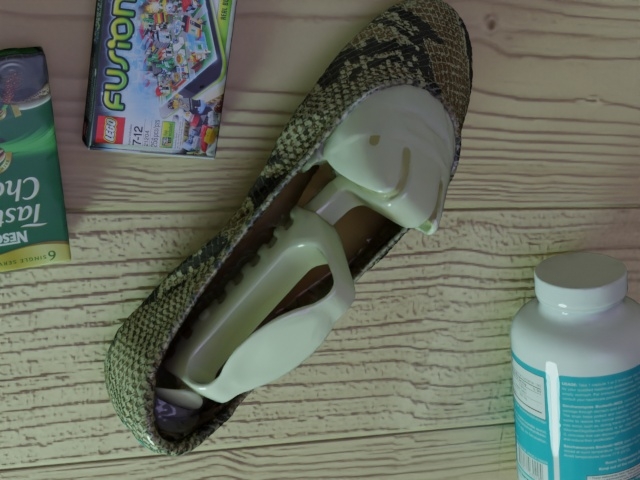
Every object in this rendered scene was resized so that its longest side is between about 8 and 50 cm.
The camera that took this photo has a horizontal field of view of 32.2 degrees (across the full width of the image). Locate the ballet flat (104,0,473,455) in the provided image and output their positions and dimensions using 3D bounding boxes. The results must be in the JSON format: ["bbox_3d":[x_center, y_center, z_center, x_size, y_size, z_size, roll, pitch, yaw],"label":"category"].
[{"bbox_3d":[0.000,0.000,0.970,0.164,0.182,0.483,41,90,-28],"label":"ballet flat"}]

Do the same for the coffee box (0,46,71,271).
[{"bbox_3d":[-0.272,-0.063,0.916,0.113,0.040,0.184,-8,111,-19],"label":"coffee box"}]

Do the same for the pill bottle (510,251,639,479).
[{"bbox_3d":[0.274,0.150,1.157,0.146,0.146,0.264,-14,114,-17],"label":"pill bottle"}]

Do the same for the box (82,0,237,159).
[{"bbox_3d":[-0.133,-0.175,0.935,0.114,0.036,0.207,2,108,-23],"label":"box"}]
